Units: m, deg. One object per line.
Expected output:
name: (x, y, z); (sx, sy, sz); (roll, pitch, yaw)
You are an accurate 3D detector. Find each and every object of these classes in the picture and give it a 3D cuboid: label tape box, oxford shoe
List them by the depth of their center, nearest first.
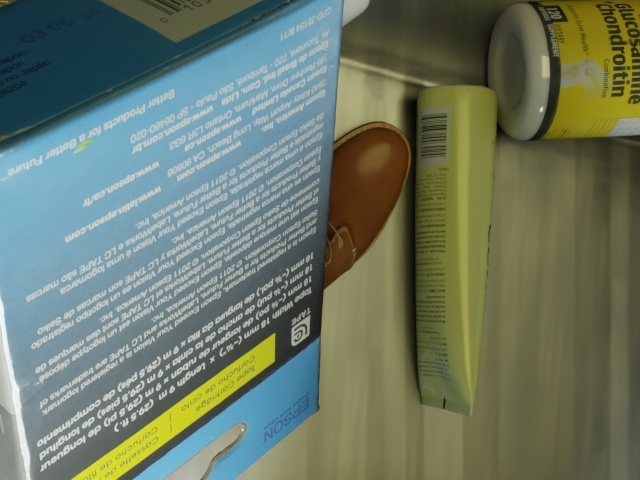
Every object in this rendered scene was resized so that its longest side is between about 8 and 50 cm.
label tape box: (-0.106, 0.019, 0.664); (0.240, 0.106, 0.334); (-34, 142, -38)
oxford shoe: (0.000, 0.000, 0.845); (0.076, 0.076, 0.212); (39, 82, -8)

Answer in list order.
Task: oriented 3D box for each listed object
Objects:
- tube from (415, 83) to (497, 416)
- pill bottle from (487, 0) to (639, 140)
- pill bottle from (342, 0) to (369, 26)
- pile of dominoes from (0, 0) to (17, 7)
tube: (0.098, 0.007, 0.866); (0.062, 0.070, 0.240); (1, 85, 24)
pill bottle: (0.227, -0.130, 0.875); (0.184, 0.103, 0.103); (-4, 92, -12)
pill bottle: (-0.120, -0.136, 0.772); (0.283, 0.161, 0.161); (-36, 98, -9)
pile of dominoes: (-0.213, -0.197, 0.677); (0.196, 0.040, 0.251); (2, 73, -16)
